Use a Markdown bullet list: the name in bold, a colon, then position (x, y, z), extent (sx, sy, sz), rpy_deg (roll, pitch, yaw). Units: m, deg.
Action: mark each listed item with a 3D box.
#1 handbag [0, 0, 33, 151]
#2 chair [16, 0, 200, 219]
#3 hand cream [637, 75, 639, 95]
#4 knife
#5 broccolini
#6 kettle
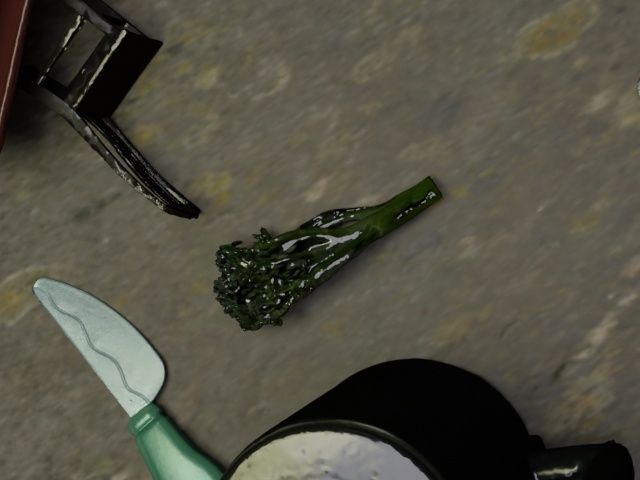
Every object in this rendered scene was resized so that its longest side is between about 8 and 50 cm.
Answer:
- **handbag**: position (-0.349, -0.206, 1.181), extent (0.275, 0.084, 0.260), rpy_deg (22, 103, 37)
- **chair**: position (-0.160, -0.118, 1.191), extent (0.212, 0.084, 0.101), rpy_deg (38, 101, 10)
- **hand cream**: position (0.420, -0.122, 1.075), extent (0.341, 0.078, 0.124), rpy_deg (18, 92, 16)
- **knife**: position (-0.157, 0.126, 1.214), extent (0.063, 0.034, 0.260), rpy_deg (-36, 79, 5)
- **broccolini**: position (0.009, 0.013, 1.172), extent (0.203, 0.091, 0.068), rpy_deg (-19, 129, 0)
- **kettle**: position (0.071, 0.207, 1.020), extent (0.262, 0.308, 0.203), rpy_deg (19, 94, 12)
